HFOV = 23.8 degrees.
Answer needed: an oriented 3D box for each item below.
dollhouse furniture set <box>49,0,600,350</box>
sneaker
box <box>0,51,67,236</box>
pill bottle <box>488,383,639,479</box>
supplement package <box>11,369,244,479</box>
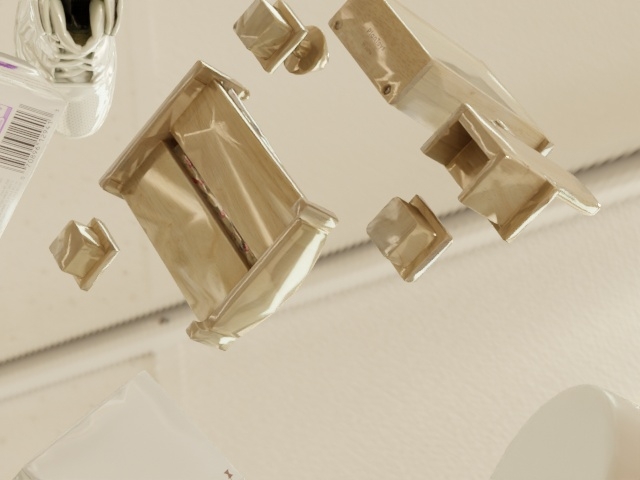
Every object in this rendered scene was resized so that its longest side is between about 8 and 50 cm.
[{"bbox_3d":[0.000,0.000,1.190,0.355,0.173,0.303,-48,-131,16],"label":"dollhouse furniture set"},{"bbox_3d":[-0.246,-0.197,1.467,0.108,0.293,0.169,-3,-145,-9],"label":"sneaker"},{"bbox_3d":[-0.249,0.040,0.858,0.063,0.067,0.324,42,-71,44],"label":"box"},{"bbox_3d":[0.314,0.271,1.089,0.224,0.392,0.224,-57,-167,21],"label":"pill bottle"},{"bbox_3d":[-0.221,0.268,1.449,0.149,0.194,0.203,47,-52,3],"label":"supplement package"}]
